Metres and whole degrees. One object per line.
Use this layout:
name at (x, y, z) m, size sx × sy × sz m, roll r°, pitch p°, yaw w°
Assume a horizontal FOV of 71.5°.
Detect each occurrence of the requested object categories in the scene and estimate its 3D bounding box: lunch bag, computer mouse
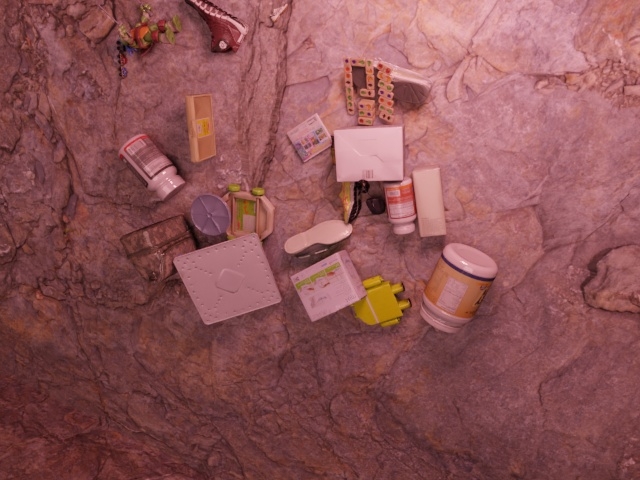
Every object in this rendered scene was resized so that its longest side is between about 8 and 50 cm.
lunch bag at (-0.728, 0.043, 2.073) m, size 0.212 × 0.305 × 0.256 m, roll -14°, pitch 102°, yaw 22°
computer mouse at (0.204, -0.168, 1.804) m, size 0.071 × 0.041 × 0.242 m, roll -2°, pitch 152°, yaw 30°

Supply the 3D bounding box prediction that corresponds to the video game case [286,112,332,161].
video game case at (-0.042, -0.429, 1.864) m, size 0.157 × 0.019 × 0.143 m, roll -28°, pitch 101°, yaw 22°

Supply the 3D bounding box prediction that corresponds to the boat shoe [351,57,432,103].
boat shoe at (0.262, -0.610, 1.679) m, size 0.319 × 0.103 × 0.118 m, roll 19°, pitch 140°, yaw 13°

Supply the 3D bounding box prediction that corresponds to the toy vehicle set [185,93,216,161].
toy vehicle set at (-0.505, -0.480, 1.888) m, size 0.035 × 0.166 × 0.267 m, roll 5°, pitch 110°, yaw 13°

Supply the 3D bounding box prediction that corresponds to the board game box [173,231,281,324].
board game box at (-0.420, 0.177, 2.064) m, size 0.389 × 0.050 × 0.391 m, roll -17°, pitch 118°, yaw -1°

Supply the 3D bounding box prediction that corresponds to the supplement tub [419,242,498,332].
supplement tub at (0.554, 0.195, 1.817) m, size 0.228 × 0.228 × 0.317 m, roll 22°, pitch 114°, yaw 6°

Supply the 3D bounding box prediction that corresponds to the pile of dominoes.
pile of dominoes at (0.178, -0.556, 1.678) m, size 0.195 × 0.040 × 0.251 m, roll 14°, pitch 140°, yaw 23°

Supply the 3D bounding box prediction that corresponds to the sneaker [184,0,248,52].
sneaker at (-0.437, -0.845, 1.772) m, size 0.281 × 0.106 × 0.163 m, roll 31°, pitch 117°, yaw 2°

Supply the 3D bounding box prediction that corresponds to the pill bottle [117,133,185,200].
pill bottle at (-0.758, -0.326, 2.016) m, size 0.161 × 0.161 × 0.283 m, roll -38°, pitch 96°, yaw 24°

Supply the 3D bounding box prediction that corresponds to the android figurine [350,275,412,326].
android figurine at (0.267, 0.285, 2.022) m, size 0.272 × 0.056 × 0.249 m, roll -23°, pitch 103°, yaw 21°

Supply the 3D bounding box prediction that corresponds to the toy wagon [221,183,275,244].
toy wagon at (-0.378, -0.123, 2.041) m, size 0.343 × 0.068 × 0.268 m, roll 10°, pitch 112°, yaw 12°

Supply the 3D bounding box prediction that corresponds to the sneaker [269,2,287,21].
sneaker at (-0.163, -0.888, 1.719) m, size 0.083 × 0.032 × 0.037 m, roll -39°, pitch 96°, yaw 23°

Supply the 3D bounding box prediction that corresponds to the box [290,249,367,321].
box at (0.037, 0.203, 1.985) m, size 0.261 × 0.126 × 0.231 m, roll -30°, pitch 85°, yaw 22°

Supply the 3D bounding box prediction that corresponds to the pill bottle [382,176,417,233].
pill bottle at (0.327, -0.141, 1.814) m, size 0.121 × 0.121 × 0.217 m, roll -6°, pitch 109°, yaw 17°

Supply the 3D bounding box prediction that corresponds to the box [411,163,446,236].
box at (0.440, -0.159, 1.791) m, size 0.113 × 0.094 × 0.276 m, roll -5°, pitch 108°, yaw 16°

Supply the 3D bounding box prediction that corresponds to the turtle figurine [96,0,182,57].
turtle figurine at (-0.719, -0.880, 1.784) m, size 0.265 × 0.198 × 0.275 m, roll 3°, pitch 114°, yaw 10°

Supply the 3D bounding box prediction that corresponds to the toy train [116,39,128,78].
toy train at (-0.867, -0.791, 1.950) m, size 0.036 × 0.027 × 0.159 m, roll 5°, pitch 111°, yaw 2°

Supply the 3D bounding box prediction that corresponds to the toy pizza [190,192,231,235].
toy pizza at (-0.496, -0.119, 2.020) m, size 0.201 × 0.032 × 0.202 m, roll 5°, pitch 111°, yaw 13°

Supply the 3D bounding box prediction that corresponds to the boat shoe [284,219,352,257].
boat shoe at (0.000, 0.000, 1.986) m, size 0.319 × 0.117 × 0.099 m, roll -19°, pitch 147°, yaw 14°

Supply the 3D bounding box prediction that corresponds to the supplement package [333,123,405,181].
supplement package at (0.200, -0.346, 1.758) m, size 0.261 × 0.145 × 0.204 m, roll 1°, pitch 110°, yaw 16°

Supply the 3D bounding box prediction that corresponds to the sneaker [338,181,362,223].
sneaker at (0.119, -0.174, 1.889) m, size 0.094 × 0.081 × 0.209 m, roll 23°, pitch 122°, yaw 31°

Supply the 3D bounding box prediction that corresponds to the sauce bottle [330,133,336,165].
sauce bottle at (0.063, -0.374, 1.833) m, size 0.042 × 0.042 × 0.128 m, roll -2°, pitch 117°, yaw 16°
